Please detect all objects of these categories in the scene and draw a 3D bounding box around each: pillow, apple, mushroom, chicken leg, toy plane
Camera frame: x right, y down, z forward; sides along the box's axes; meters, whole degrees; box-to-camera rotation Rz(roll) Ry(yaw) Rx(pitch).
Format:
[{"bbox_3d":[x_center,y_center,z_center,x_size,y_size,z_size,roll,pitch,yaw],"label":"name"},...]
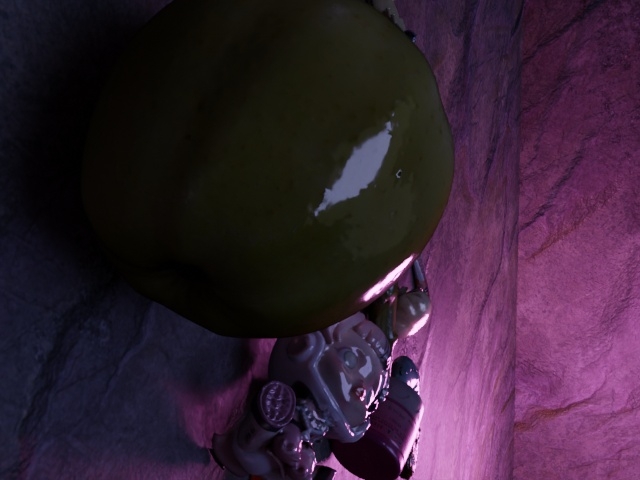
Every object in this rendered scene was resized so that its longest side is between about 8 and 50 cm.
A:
[{"bbox_3d":[0.222,0.432,1.852,0.214,0.086,0.233,-19,111,-70],"label":"pillow"},{"bbox_3d":[-0.068,-0.095,0.878,0.473,0.474,0.473,-12,104,-62],"label":"apple"},{"bbox_3d":[0.222,0.189,1.816,0.154,0.122,0.154,-33,156,-17],"label":"mushroom"},{"bbox_3d":[0.254,0.602,1.976,0.105,0.063,0.234,2,93,-58],"label":"chicken leg"},{"bbox_3d":[0.174,-0.502,1.638,0.229,0.092,0.244,-149,-133,-85],"label":"toy plane"}]

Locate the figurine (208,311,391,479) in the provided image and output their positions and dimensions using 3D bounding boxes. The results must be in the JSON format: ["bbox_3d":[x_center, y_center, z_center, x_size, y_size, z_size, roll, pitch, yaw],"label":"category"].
[{"bbox_3d":[-0.018,0.263,1.214,0.361,0.211,0.253,-48,137,-40],"label":"figurine"}]

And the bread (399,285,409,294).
[{"bbox_3d":[0.244,0.207,1.946,0.068,0.028,0.153,-61,144,-40],"label":"bread"}]

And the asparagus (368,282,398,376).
[{"bbox_3d":[0.154,0.240,1.722,0.082,0.085,0.343,-38,133,-70],"label":"asparagus"}]

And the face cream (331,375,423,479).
[{"bbox_3d":[0.140,0.444,1.614,0.195,0.175,0.175,-54,138,-45],"label":"face cream"}]

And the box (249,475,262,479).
[{"bbox_3d":[-0.078,0.415,1.342,0.139,0.035,0.245,45,53,-56],"label":"box"}]

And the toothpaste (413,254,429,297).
[{"bbox_3d":[0.298,0.100,2.034,0.056,0.036,0.205,-42,125,-52],"label":"toothpaste"}]
